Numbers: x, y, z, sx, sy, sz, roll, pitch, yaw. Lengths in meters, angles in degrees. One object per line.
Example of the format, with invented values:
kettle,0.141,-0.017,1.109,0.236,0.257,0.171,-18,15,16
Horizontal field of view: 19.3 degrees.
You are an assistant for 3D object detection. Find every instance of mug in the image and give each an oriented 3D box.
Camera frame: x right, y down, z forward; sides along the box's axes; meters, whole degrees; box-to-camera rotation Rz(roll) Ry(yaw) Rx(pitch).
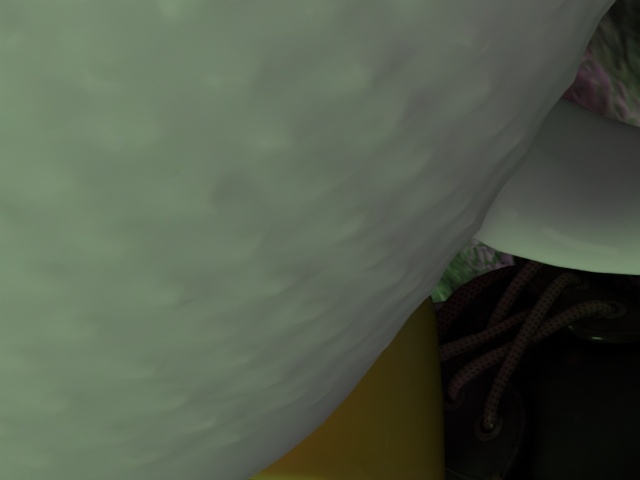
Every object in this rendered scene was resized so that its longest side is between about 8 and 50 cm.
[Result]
mug,-0.007,-0.099,0.442,0.374,0.276,0.328,22,145,-6

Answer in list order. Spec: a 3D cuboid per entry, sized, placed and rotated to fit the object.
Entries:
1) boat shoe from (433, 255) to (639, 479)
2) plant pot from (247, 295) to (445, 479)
boat shoe,0.082,0.078,0.751,0.130,0.132,0.355,54,162,-6
plant pot,-0.084,-0.013,0.697,0.254,0.254,0.239,125,145,-72
